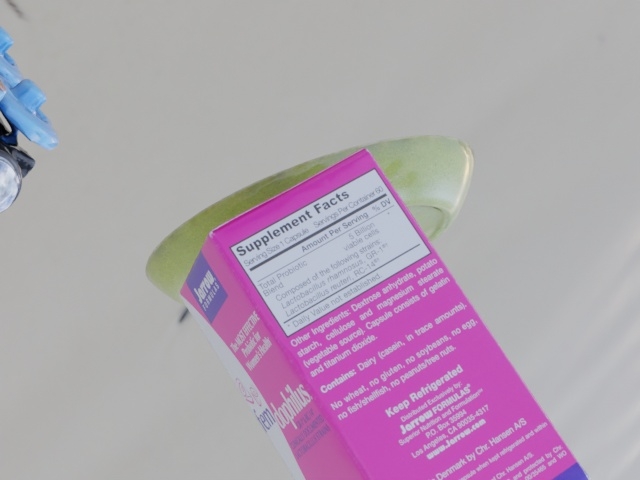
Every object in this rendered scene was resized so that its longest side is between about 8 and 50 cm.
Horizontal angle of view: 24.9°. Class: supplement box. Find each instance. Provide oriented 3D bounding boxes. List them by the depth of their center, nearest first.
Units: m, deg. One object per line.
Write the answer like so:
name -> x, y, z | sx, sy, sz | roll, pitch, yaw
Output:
supplement box -> 0.029, 0.078, 0.812 | 0.114, 0.220, 0.111 | -28, 168, -22

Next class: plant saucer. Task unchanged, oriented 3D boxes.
plant saucer -> 0.000, 0.000, 0.995 | 0.241, 0.037, 0.241 | -20, 165, -6

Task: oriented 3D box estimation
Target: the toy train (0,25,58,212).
toy train -> -0.174, -0.074, 0.573 | 0.080, 0.184, 0.105 | -44, 134, 2
